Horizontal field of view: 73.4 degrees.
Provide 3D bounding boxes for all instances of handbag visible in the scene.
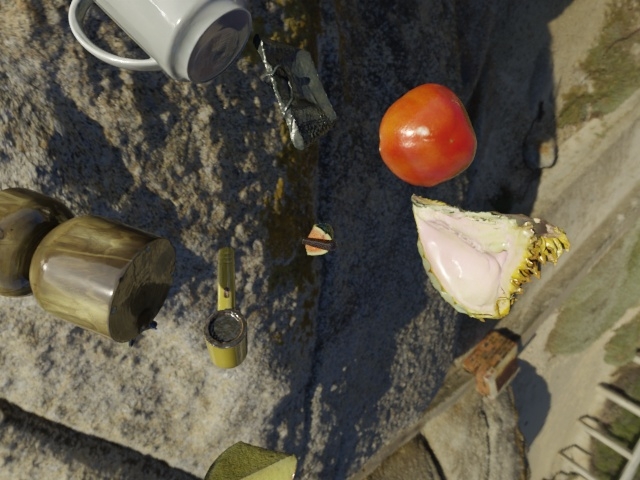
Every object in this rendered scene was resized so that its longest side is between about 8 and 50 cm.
[{"bbox_3d":[-0.061,-0.347,1.014,0.175,0.089,0.270,-31,99,-58],"label":"handbag"}]

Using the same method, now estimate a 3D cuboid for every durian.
[{"bbox_3d":[0.257,0.034,0.718,0.186,0.305,0.195,-3,102,-28],"label":"durian"}]

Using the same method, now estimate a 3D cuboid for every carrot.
[{"bbox_3d":[-0.001,0.008,1.130,0.032,0.093,0.032,10,90,-78],"label":"carrot"}]

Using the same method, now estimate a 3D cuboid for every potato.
[{"bbox_3d":[-0.218,0.705,1.308,0.269,0.255,0.112,-14,91,-18],"label":"potato"}]

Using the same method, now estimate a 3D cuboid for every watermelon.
[{"bbox_3d":[-0.002,-0.005,1.841,0.119,0.063,0.245,3,151,-8],"label":"watermelon"}]

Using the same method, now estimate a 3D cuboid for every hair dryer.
[{"bbox_3d":[-0.214,0.143,0.989,0.090,0.278,0.135,-3,144,-9],"label":"hair dryer"}]

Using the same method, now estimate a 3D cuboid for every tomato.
[{"bbox_3d":[0.274,-0.255,1.083,0.260,0.180,0.259,-4,103,-19],"label":"tomato"}]

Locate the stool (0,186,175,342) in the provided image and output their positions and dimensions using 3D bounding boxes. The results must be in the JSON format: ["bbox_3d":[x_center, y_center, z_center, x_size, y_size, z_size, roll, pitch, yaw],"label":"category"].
[{"bbox_3d":[-0.398,0.038,0.700,0.179,0.264,0.179,20,90,-83],"label":"stool"}]

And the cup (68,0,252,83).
[{"bbox_3d":[-0.359,-0.494,0.922,0.327,0.237,0.323,45,94,-1],"label":"cup"}]

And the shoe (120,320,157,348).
[{"bbox_3d":[-0.531,0.244,1.276,0.099,0.169,0.071,26,138,-36],"label":"shoe"}]
